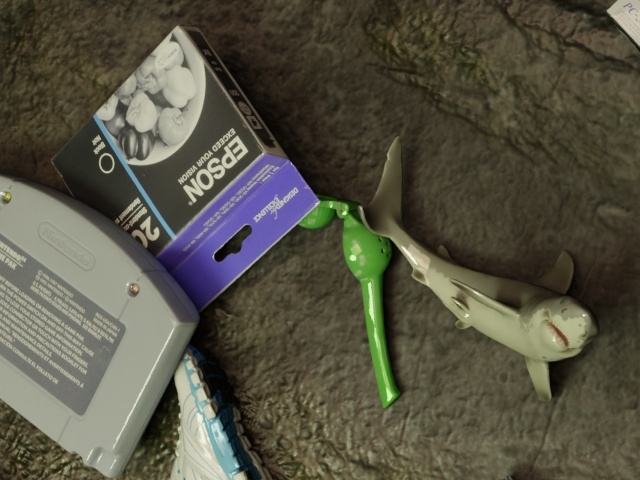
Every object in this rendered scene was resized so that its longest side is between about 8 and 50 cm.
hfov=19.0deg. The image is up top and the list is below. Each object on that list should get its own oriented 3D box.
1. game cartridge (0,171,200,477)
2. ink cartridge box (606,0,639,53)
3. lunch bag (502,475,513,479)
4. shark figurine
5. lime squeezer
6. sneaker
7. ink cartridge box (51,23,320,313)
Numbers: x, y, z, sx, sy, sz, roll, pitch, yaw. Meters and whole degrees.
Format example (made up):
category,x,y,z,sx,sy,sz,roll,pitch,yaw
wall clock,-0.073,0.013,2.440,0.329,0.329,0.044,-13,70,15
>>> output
category,x,y,z,sx,sy,sz,roll,pitch,yaw
game cartridge,-0.252,0.062,1.786,0.294,0.060,0.196,34,107,27
ink cartridge box,0.335,-0.129,1.636,0.046,0.097,0.207,-43,75,9
lunch bag,0.168,0.260,1.672,0.071,0.053,0.083,-45,83,9
shark figurine,0.160,0.029,1.691,0.116,0.166,0.278,-44,54,-17
lime squeezer,0.000,0.000,1.758,0.310,0.059,0.110,48,129,14
sneaker,-0.111,0.185,1.757,0.083,0.071,0.191,-27,77,19
ink cartridge box,-0.130,-0.056,1.767,0.206,0.045,0.208,-43,74,29
